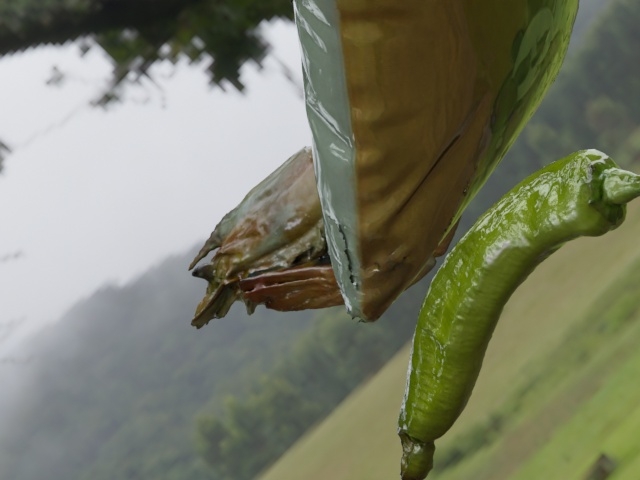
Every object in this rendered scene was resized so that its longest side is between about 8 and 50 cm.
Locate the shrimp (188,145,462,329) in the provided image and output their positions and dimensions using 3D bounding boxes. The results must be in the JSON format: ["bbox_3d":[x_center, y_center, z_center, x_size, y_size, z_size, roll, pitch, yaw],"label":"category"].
[{"bbox_3d":[0.000,0.000,1.159,0.217,0.115,0.051,-34,-19,14],"label":"shrimp"}]

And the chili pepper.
[{"bbox_3d":[0.070,0.028,0.769,0.208,0.049,0.043,-56,20,38],"label":"chili pepper"}]

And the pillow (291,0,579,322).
[{"bbox_3d":[0.072,-0.156,0.974,0.310,0.119,0.312,-51,-34,-42],"label":"pillow"}]
